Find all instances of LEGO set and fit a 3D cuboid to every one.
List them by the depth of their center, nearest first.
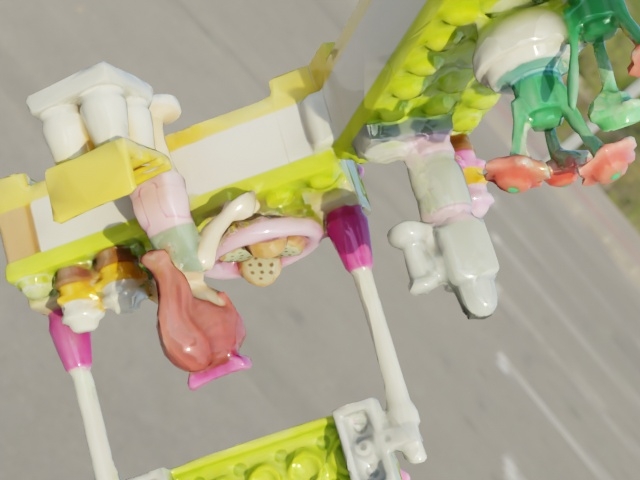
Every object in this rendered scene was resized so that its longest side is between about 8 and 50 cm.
[{"bbox_3d":[0.000,0.000,0.382,0.132,0.287,0.107,9,60,-53],"label":"LEGO set"}]
